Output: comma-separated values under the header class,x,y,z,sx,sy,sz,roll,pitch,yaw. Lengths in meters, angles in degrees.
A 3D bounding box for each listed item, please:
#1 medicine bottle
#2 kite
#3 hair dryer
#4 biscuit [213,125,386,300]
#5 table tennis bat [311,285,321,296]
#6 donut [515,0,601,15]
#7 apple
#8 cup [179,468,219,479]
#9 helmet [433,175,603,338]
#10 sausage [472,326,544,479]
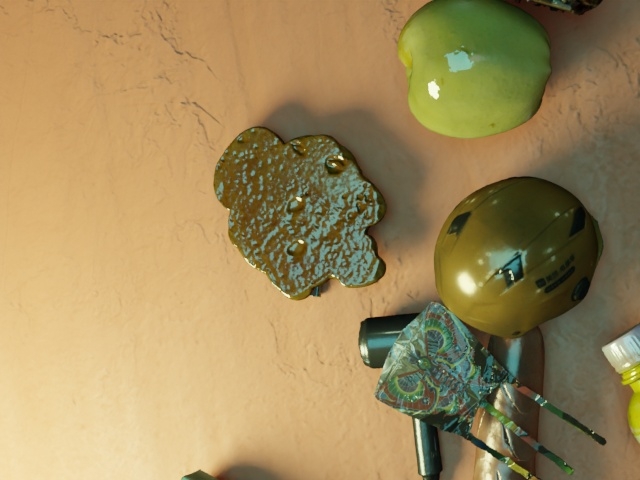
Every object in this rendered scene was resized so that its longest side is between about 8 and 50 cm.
class,x,y,z,sx,sy,sz,roll,pitch,yaw
medicine bottle,0.431,0.203,1.229,0.122,0.122,0.212,-35,80,11
kite,0.209,0.206,1.262,0.285,0.015,0.152,33,100,17
hair dryer,0.121,0.220,1.353,0.114,0.070,0.248,-5,95,14
biscuit,-0.023,-0.040,1.391,0.290,0.041,0.208,43,98,16
table tennis bat,0.000,0.000,1.410,0.095,0.014,0.158,7,88,15
donut,0.226,-0.349,1.235,0.270,0.270,0.103,20,106,15
apple,0.190,-0.220,1.281,0.200,0.200,0.200,-1,88,15
cup,-0.106,0.419,1.373,0.236,0.148,0.134,32,64,19
helmet,0.240,0.004,1.256,0.224,0.130,0.198,-41,61,-4
sausage,0.239,0.305,1.301,0.088,0.088,0.432,3,88,15
